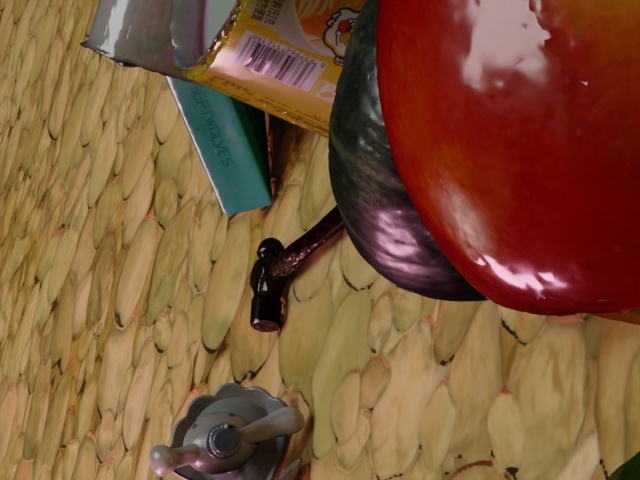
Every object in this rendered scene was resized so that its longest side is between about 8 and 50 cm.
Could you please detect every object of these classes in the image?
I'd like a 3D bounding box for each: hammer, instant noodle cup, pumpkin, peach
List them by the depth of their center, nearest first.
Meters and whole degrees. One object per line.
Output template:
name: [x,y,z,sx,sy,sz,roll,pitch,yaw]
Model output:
peach: [0.114,-0.084,0.587,0.196,0.190,0.226,143,134,-79]
pumpkin: [0.071,-0.055,0.762,0.167,0.125,0.167,9,-90,-84]
instant noodle cup: [0.017,-0.137,0.964,0.205,0.153,0.205,-167,90,-71]
hammer: [0.000,0.000,1.116,0.178,0.021,0.065,-39,40,56]

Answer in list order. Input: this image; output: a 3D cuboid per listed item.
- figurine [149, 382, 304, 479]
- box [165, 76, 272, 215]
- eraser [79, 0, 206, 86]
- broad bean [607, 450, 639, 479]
figurine: [-0.050,0.125,1.077,0.082,0.094,0.086,65,-173,4]
box: [-0.077,-0.151,1.279,0.226,0.042,0.161,-96,-10,-47]
eraser: [-0.025,-0.196,1.088,0.081,0.174,0.227,-133,60,-69]
broad bean: [0.139,0.095,0.603,0.061,0.046,0.195,-70,21,8]
